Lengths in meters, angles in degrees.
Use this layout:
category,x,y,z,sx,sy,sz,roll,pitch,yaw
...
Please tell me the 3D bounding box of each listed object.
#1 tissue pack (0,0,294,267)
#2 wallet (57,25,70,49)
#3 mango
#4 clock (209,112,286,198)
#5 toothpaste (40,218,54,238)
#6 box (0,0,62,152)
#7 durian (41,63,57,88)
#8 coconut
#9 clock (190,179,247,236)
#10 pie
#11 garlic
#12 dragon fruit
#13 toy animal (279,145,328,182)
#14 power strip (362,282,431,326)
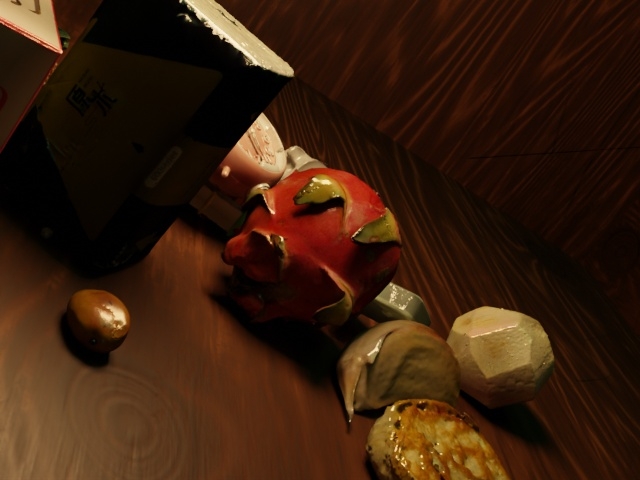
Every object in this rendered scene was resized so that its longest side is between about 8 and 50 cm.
category,x,y,z,sx,sy,sz,roll,pitch,yaw
tissue pack,-0.280,-0.190,1.483,0.264,0.416,0.253,42,14,5
wallet,-0.677,-0.479,2.067,0.160,0.055,0.236,35,17,14
mango,-0.306,0.106,1.283,0.080,0.060,0.114,7,33,-30
clock,-0.175,-0.177,1.826,0.227,0.142,0.241,9,48,-60
toothpaste,-0.422,-0.023,1.457,0.027,0.019,0.083,12,21,-17
box,-0.570,-0.267,1.307,0.300,0.312,0.314,27,20,-31
durian,-0.580,-0.342,1.780,0.168,0.137,0.158,54,2,22
coconut,0.368,0.251,1.999,0.237,0.237,0.197,-91,167,-68
clock,-0.248,-0.127,1.924,0.255,0.106,0.220,38,18,-12
pie,0.209,0.388,1.518,0.315,0.092,0.315,34,23,-16
garlic,0.131,0.232,1.685,0.338,0.151,0.196,15,44,-50
dragon fruit,-0.030,0.032,1.645,0.305,0.305,0.226,41,34,11
toy animal,-0.070,-0.153,1.999,0.131,0.103,0.221,26,5,-29
power strip,0.082,0.091,1.834,0.265,0.059,0.193,26,-20,30
